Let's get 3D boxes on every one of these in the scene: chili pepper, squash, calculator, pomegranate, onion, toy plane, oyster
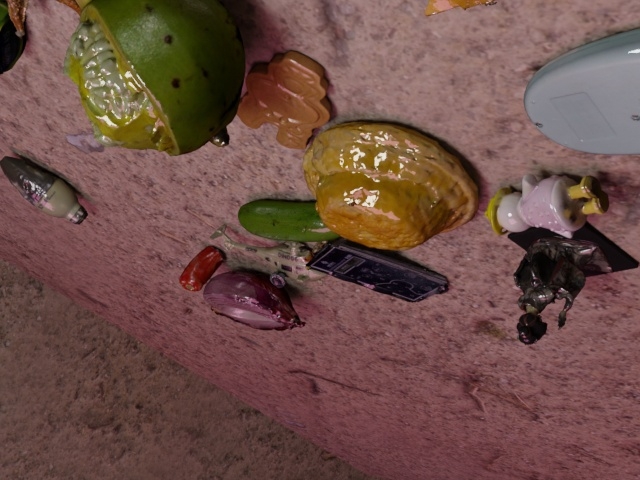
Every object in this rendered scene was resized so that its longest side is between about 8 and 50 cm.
[{"bbox_3d":[-0.303,0.074,1.893,0.070,0.123,0.073,47,157,-17],"label":"chili pepper"},{"bbox_3d":[-0.058,-0.039,1.485,0.292,0.082,0.082,5,149,37],"label":"squash"},{"bbox_3d":[0.375,-0.166,0.866,0.184,0.042,0.295,40,153,-30],"label":"calculator"},{"bbox_3d":[-0.240,-0.270,1.034,0.260,0.260,0.340,-11,109,53],"label":"pomegranate"},{"bbox_3d":[-0.149,0.155,1.912,0.284,0.120,0.227,12,159,27],"label":"onion"},{"bbox_3d":[0.119,0.069,1.552,0.274,0.028,0.166,19,158,-14],"label":"calculator"},{"bbox_3d":[-0.111,0.032,1.685,0.286,0.092,0.108,14,132,22],"label":"toy plane"},{"bbox_3d":[0.000,0.000,1.533,0.083,0.081,0.038,-30,89,34],"label":"oyster"}]

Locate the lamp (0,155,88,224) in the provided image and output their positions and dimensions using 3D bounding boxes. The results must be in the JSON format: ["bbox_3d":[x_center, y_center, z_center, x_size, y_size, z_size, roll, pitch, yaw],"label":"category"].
[{"bbox_3d":[-0.705,-0.129,1.903,0.250,0.101,0.101,39,153,-17],"label":"lamp"}]

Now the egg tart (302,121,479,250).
[{"bbox_3d":[0.099,-0.065,1.232,0.319,0.128,0.319,19,156,9],"label":"egg tart"}]

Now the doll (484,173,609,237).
[{"bbox_3d":[0.325,-0.048,1.108,0.129,0.081,0.207,45,152,-23],"label":"doll"}]

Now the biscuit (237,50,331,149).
[{"bbox_3d":[-0.056,-0.219,1.185,0.144,0.040,0.236,23,159,-9],"label":"biscuit"}]

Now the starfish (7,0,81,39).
[{"bbox_3d":[-0.462,-0.420,1.100,0.302,0.084,0.293,3,147,32],"label":"starfish"}]

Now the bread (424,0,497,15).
[{"bbox_3d":[0.180,-0.273,0.788,0.109,0.084,0.080,22,142,9],"label":"bread"}]

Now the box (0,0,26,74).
[{"bbox_3d":[-0.689,-0.420,1.292,0.346,0.097,0.134,27,155,-5],"label":"box"}]

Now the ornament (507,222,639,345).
[{"bbox_3d":[0.375,0.092,1.205,0.153,0.196,0.166,34,155,-18],"label":"ornament"}]
